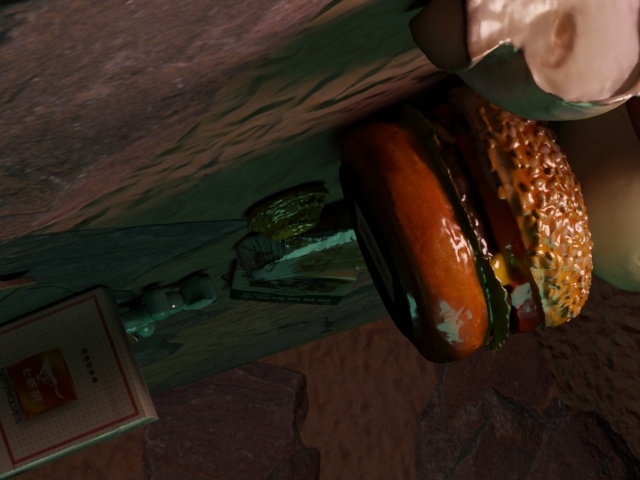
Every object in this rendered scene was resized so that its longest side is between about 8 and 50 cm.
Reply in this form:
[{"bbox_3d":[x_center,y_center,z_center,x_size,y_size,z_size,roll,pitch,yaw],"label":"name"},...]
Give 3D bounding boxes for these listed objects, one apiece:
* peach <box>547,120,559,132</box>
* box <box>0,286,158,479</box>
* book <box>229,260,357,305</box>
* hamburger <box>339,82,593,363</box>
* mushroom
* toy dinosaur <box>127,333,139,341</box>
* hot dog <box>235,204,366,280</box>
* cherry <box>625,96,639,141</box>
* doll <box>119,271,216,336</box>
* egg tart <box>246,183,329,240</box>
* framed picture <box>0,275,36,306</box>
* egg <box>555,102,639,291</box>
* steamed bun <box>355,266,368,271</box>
[{"bbox_3d":[0.367,-0.089,1.949,0.214,0.235,0.214,-17,162,-6],"label":"peach"},{"bbox_3d":[-0.428,0.226,1.948,0.330,0.210,0.095,-22,171,1],"label":"box"},{"bbox_3d":[-0.052,0.074,2.294,0.202,0.027,0.264,3,168,-6],"label":"book"},{"bbox_3d":[0.180,-0.025,1.597,0.250,0.330,0.330,-22,171,-7],"label":"hamburger"},{"bbox_3d":[0.201,-0.170,1.286,0.236,0.162,0.173,-15,167,-28],"label":"mushroom"},{"bbox_3d":[-0.407,0.160,2.134,0.280,0.055,0.101,-11,156,-46],"label":"toy dinosaur"},{"bbox_3d":[0.000,0.000,2.079,0.270,0.082,0.162,-10,158,-24],"label":"hot dog"},{"bbox_3d":[0.454,-0.194,1.458,0.261,0.307,0.221,-32,-147,2],"label":"cherry"},{"bbox_3d":[-0.263,0.111,2.159,0.159,0.059,0.158,-19,170,-30],"label":"doll"},{"bbox_3d":[-0.041,-0.035,1.856,0.130,0.052,0.130,-23,169,-5],"label":"egg tart"},{"bbox_3d":[-0.513,0.101,1.630,0.281,0.019,0.209,-12,166,-48],"label":"framed picture"},{"bbox_3d":[0.437,-0.110,1.718,0.283,0.345,0.283,7,153,4],"label":"egg"},{"bbox_3d":[0.119,-0.001,2.262,0.212,0.110,0.231,-26,173,22],"label":"steamed bun"}]
